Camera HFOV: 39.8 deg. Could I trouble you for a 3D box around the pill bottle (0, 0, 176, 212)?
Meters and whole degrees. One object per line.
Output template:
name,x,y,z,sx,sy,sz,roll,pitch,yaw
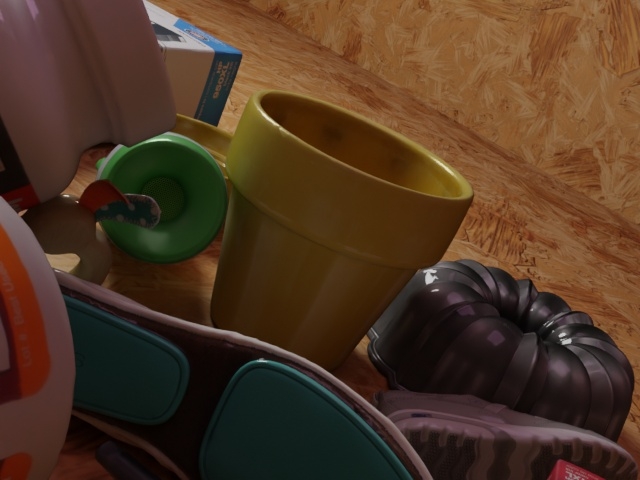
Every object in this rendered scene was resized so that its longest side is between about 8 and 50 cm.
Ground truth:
pill bottle,-0.305,-0.100,0.641,0.362,0.210,0.210,-22,36,-13

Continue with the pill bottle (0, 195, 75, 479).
pill bottle,-0.321,0.081,0.368,0.224,0.224,0.392,33,20,24

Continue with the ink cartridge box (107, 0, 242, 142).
ink cartridge box,-0.354,-0.286,1.382,0.285,0.166,0.395,31,21,18

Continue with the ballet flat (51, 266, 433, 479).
ballet flat,-0.083,0.129,0.702,0.400,0.139,0.139,26,19,6

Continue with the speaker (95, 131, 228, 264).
speaker,-0.172,-0.049,0.927,0.131,0.131,0.296,20,1,-14

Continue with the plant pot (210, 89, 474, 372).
plant pot,0.000,0.000,0.942,0.253,0.239,0.254,21,19,-8

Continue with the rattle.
rattle,-0.231,-0.029,0.769,0.130,0.200,0.143,22,37,-29

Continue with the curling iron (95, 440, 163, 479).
curling iron,-0.048,0.224,0.605,0.274,0.035,0.068,30,16,14

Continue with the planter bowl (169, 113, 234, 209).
planter bowl,-0.173,-0.092,1.202,0.217,0.090,0.217,22,19,-8

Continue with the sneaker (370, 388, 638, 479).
sneaker,0.178,0.192,0.854,0.281,0.105,0.115,18,20,-17

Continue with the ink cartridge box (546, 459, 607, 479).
ink cartridge box,0.170,0.258,0.633,0.072,0.128,0.175,27,19,11

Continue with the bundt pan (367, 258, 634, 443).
bundt pan,0.225,0.130,1.051,0.330,0.124,0.331,21,20,-8
